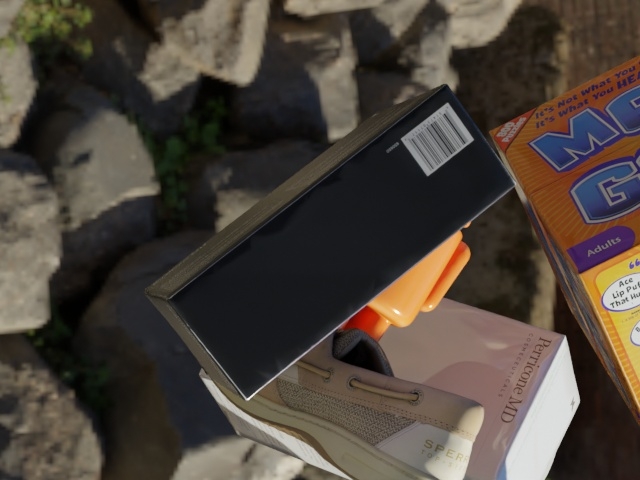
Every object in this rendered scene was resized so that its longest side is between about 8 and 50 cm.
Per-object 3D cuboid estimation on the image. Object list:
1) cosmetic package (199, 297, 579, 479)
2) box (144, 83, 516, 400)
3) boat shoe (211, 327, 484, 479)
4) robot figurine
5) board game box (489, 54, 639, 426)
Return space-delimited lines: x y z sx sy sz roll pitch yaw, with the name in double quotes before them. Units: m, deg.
"cosmetic package" 0.079 0.165 1.462 0.197 0.365 0.155 -60 149 -26
"box" 0.000 0.000 1.031 0.103 0.261 0.184 54 -10 -10
"boat shoe" 0.019 0.129 1.151 0.121 0.341 0.110 24 90 -40
"robot figurine" 0.063 -0.006 1.245 0.219 0.158 0.128 -59 174 -7
"board game box" 0.491 -0.010 1.725 0.356 0.356 0.356 60 6 -34
